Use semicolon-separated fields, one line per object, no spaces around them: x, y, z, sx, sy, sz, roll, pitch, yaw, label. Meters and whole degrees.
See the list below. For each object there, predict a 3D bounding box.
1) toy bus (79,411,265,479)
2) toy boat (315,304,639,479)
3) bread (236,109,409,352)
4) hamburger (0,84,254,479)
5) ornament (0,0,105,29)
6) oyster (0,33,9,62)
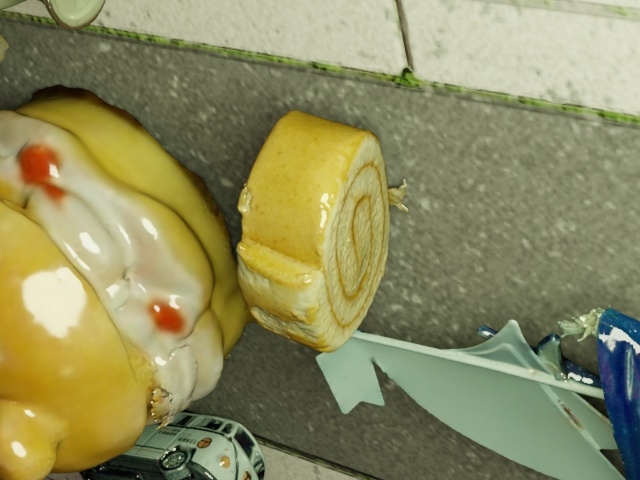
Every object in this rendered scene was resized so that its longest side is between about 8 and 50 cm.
-0.129;0.195;1.214;0.194;0.089;0.087;-1;125;43;toy bus
0.136;0.097;0.873;0.291;0.070;0.210;26;143;11;toy boat
0.000;0.000;0.873;0.073;0.122;0.149;17;146;21;bread
-0.209;0.054;1.029;0.276;0.237;0.276;26;139;25;hamburger
-0.217;-0.184;0.935;0.156;0.081;0.075;11;91;31;ornament
-0.340;-0.176;1.003;0.233;0.161;0.107;58;176;7;oyster
